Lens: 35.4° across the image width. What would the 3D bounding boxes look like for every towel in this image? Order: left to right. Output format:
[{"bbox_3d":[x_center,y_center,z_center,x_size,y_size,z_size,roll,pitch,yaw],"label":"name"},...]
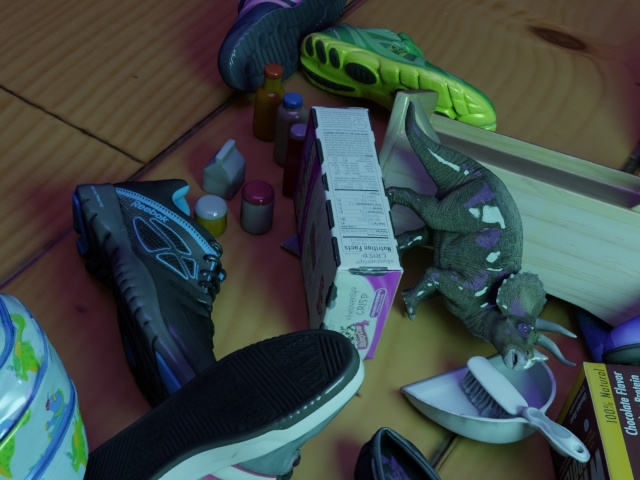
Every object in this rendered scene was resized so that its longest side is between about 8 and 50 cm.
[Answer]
[{"bbox_3d":[0.000,0.000,1.187,0.060,0.009,0.083,36,52,26],"label":"towel"},{"bbox_3d":[0.327,0.123,1.100,0.067,0.029,0.119,-3,47,-12],"label":"towel"}]

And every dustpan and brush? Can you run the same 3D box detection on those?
[{"bbox_3d":[0.190,0.165,0.982,0.147,0.060,0.211,-16,36,-22],"label":"dustpan and brush"}]

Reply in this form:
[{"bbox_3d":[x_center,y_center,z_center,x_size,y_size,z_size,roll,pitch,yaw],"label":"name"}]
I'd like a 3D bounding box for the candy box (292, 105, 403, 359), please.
[{"bbox_3d":[0.024,-0.010,1.085,0.071,0.159,0.233,1,51,-10],"label":"candy box"}]

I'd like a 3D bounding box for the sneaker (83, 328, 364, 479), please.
[{"bbox_3d":[-0.064,0.211,0.845,0.296,0.178,0.124,-32,35,5],"label":"sneaker"}]

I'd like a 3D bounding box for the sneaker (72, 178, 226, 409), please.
[{"bbox_3d":[-0.152,0.046,1.042,0.140,0.125,0.341,-14,50,-22],"label":"sneaker"}]

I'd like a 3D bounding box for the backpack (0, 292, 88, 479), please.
[{"bbox_3d":[-0.356,0.182,0.767,0.356,0.273,0.290,-19,30,-24],"label":"backpack"}]

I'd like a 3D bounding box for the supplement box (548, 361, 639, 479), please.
[{"bbox_3d":[0.335,0.230,0.925,0.194,0.129,0.191,4,45,-4],"label":"supplement box"}]

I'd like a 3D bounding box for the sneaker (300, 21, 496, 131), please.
[{"bbox_3d":[0.115,-0.229,1.358,0.296,0.109,0.123,29,53,20],"label":"sneaker"}]

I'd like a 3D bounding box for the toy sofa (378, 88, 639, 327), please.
[{"bbox_3d":[0.241,-0.045,1.169,0.363,0.177,0.150,20,17,17],"label":"toy sofa"}]

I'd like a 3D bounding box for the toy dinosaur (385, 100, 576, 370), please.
[{"bbox_3d":[0.156,0.002,1.081,0.160,0.121,0.313,-12,73,4],"label":"toy dinosaur"}]

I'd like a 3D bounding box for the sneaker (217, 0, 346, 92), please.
[{"bbox_3d":[-0.079,-0.310,1.431,0.131,0.112,0.319,11,40,27],"label":"sneaker"}]

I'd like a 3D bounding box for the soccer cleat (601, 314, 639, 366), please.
[{"bbox_3d":[0.405,0.072,1.053,0.318,0.109,0.116,-5,79,-33],"label":"soccer cleat"}]

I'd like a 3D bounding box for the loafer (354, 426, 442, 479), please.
[{"bbox_3d":[0.100,0.265,0.894,0.076,0.078,0.223,-18,51,-23],"label":"loafer"}]

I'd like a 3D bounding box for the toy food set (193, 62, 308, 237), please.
[{"bbox_3d":[-0.073,-0.107,1.214,0.111,0.104,0.232,20,47,12],"label":"toy food set"}]
